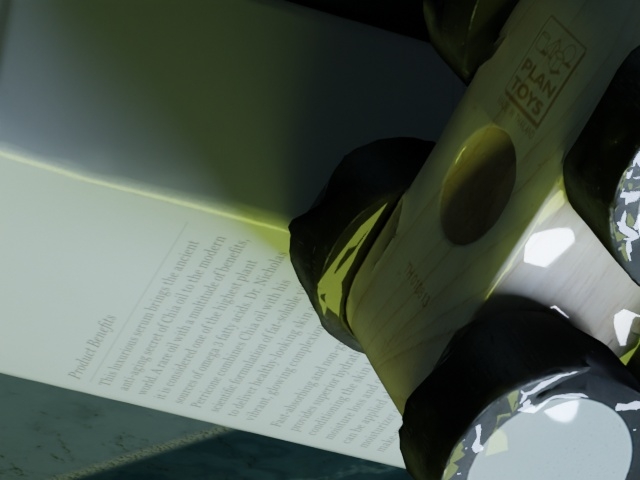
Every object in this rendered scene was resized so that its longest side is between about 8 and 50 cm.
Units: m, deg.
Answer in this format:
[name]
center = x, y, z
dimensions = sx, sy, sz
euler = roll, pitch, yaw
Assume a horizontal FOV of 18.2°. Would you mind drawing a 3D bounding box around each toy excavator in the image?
[toy excavator]
center = 0.272, -0.026, 0.985
dimensions = 0.445, 0.222, 0.433
euler = 20, 110, -31

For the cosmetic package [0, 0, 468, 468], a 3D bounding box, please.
[cosmetic package]
center = 0.000, 0.000, 1.179
dimensions = 0.453, 0.161, 0.230
euler = 15, 145, -16
